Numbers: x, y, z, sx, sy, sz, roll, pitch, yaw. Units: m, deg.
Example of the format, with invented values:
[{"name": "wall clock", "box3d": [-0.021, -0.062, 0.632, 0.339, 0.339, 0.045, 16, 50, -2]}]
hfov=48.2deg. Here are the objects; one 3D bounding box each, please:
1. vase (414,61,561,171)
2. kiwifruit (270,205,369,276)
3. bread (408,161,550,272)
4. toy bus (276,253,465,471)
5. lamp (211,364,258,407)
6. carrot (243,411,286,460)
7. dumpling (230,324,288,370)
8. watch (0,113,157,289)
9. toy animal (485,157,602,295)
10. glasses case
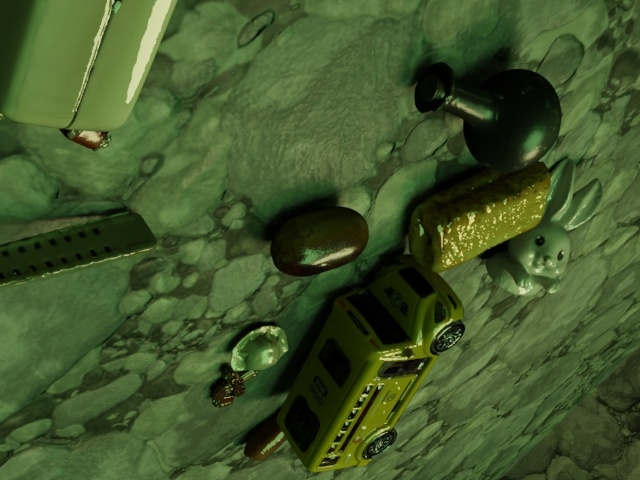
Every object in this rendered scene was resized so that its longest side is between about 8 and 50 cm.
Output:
[{"name": "vase", "box3d": [0.186, -0.147, 0.806, 0.182, 0.120, 0.120, 12, 124, -35]}, {"name": "kiwifruit", "box3d": [0.000, 0.000, 0.832, 0.124, 0.075, 0.075, -16, 142, -23]}, {"name": "bread", "box3d": [0.218, -0.039, 0.987, 0.210, 0.083, 0.114, -25, 141, -20]}, {"name": "toy bus", "box3d": [0.066, 0.182, 1.038, 0.151, 0.145, 0.331, 1, 126, -39]}, {"name": "lamp", "box3d": [-0.126, 0.206, 1.006, 0.063, 0.031, 0.083, 2, 135, -45]}, {"name": "carrot", "box3d": [-0.042, 0.284, 1.179, 0.216, 0.048, 0.048, -44, 148, 1]}, {"name": "dumpling", "box3d": [-0.084, 0.143, 0.964, 0.076, 0.057, 0.052, -10, -176, 2]}, {"name": "watch", "box3d": [-0.227, -0.040, 0.547, 0.268, 0.102, 0.165, -15, 140, -48]}, {"name": "toy animal", "box3d": [0.366, -0.010, 1.138, 0.103, 0.131, 0.221, 24, 121, -8]}, {"name": "glasses case", "box3d": [-0.107, -0.228, 0.372, 0.076, 0.144, 0.337, 0, 133, -44]}]
